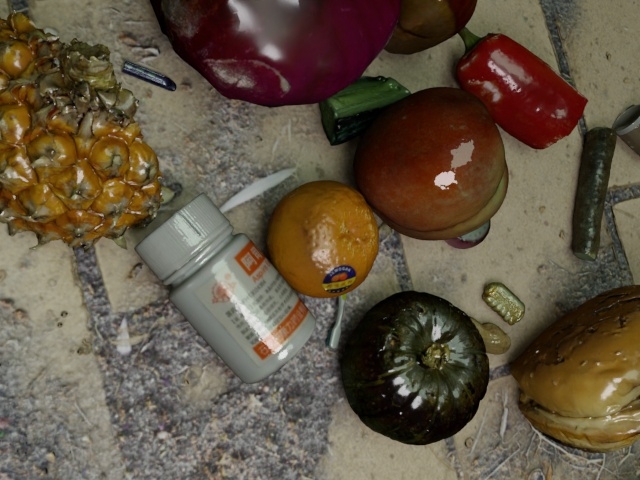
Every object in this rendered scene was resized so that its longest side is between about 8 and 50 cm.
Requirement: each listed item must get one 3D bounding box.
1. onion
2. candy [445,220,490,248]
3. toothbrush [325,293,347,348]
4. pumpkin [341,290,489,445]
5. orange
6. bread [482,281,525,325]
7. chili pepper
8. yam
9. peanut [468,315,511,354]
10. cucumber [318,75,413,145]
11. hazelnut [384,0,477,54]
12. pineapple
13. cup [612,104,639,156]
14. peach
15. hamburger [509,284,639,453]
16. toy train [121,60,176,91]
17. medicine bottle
[{"bbox_3d":[-0.025,-0.399,0.994,0.398,0.420,0.399,3,83,-29],"label":"onion"},{"bbox_3d":[0.249,-0.036,1.255,0.103,0.043,0.103,5,78,-24],"label":"candy"},{"bbox_3d":[0.042,0.045,1.152,0.022,0.026,0.263,21,72,-26],"label":"toothbrush"},{"bbox_3d":[0.150,0.194,1.099,0.237,0.159,0.238,5,76,-19],"label":"pumpkin"},{"bbox_3d":[0.003,-0.001,1.073,0.177,0.155,0.178,0,91,-29],"label":"orange"},{"bbox_3d":[0.321,0.109,1.265,0.088,0.033,0.049,40,81,-8],"label":"bread"},{"bbox_3d":[0.314,-0.303,1.290,0.338,0.134,0.131,37,80,-15],"label":"chili pepper"},{"bbox_3d":[0.525,-0.093,1.388,0.061,0.061,0.274,21,73,-20],"label":"yam"},{"bbox_3d":[0.275,0.162,1.225,0.113,0.054,0.054,22,71,-19],"label":"peanut"},{"bbox_3d":[0.064,-0.215,1.186,0.193,0.115,0.086,-28,135,-31],"label":"cucumber"},{"bbox_3d":[0.172,-0.422,1.202,0.181,0.212,0.181,-4,81,-33],"label":"hazelnut"},{"bbox_3d":[-0.350,-0.118,0.861,0.344,0.286,0.209,45,65,-9],"label":"pineapple"},{"bbox_3d":[0.657,-0.222,1.475,0.099,0.102,0.074,41,105,-14],"label":"cup"},{"bbox_3d":[0.171,-0.115,1.123,0.252,0.252,0.253,5,78,-24],"label":"peach"},{"bbox_3d":[0.465,0.202,1.173,0.304,0.284,0.174,-31,95,-22],"label":"hamburger"},{"bbox_3d":[-0.255,-0.246,1.079,0.083,0.017,0.017,19,73,-21],"label":"toy train"},{"bbox_3d":[-0.133,0.067,1.005,0.252,0.144,0.144,48,65,-8],"label":"medicine bottle"}]
